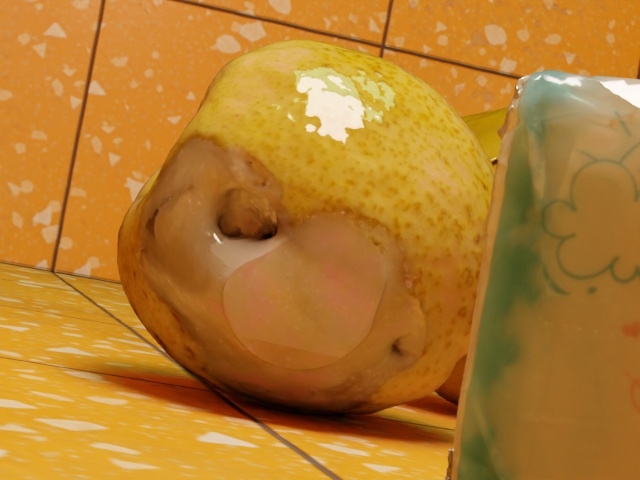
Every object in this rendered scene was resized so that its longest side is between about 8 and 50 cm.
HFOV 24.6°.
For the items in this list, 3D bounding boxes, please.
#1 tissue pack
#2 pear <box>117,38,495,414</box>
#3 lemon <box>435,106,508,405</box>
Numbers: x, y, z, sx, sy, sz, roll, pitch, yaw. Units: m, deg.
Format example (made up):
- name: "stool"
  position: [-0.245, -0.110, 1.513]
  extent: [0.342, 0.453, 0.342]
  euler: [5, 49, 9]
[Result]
- name: "tissue pack"
  position: [0.191, 0.051, 0.522]
  extent: [0.271, 0.201, 0.124]
  euler: [8, 1, 26]
- name: "pear"
  position: [0.000, 0.000, 1.007]
  extent: [0.271, 0.271, 0.271]
  euler: [11, -1, 0]
- name: "lemon"
  position: [0.188, 0.018, 1.253]
  extent: [0.297, 0.297, 0.297]
  euler: [11, -1, 0]
